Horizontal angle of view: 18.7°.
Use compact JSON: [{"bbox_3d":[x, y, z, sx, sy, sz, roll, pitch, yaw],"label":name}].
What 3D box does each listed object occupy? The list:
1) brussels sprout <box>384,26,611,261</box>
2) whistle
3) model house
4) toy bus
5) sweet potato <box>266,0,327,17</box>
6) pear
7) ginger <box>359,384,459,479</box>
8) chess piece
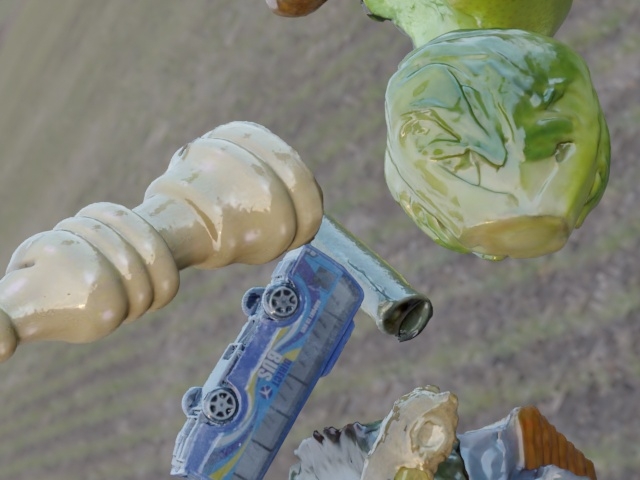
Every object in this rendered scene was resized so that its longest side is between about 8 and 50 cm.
[{"bbox_3d":[0.157,-0.089,1.725,0.161,0.223,0.223,106,-173,-71],"label":"brussels sprout"},{"bbox_3d":[0.001,-0.001,1.973,0.057,0.068,0.326,-36,43,-11],"label":"whistle"},{"bbox_3d":[0.190,0.273,1.692,0.360,0.339,0.297,131,126,-70],"label":"model house"},{"bbox_3d":[-0.048,0.118,1.727,0.236,0.094,0.079,-60,14,-13],"label":"toy bus"},{"bbox_3d":[0.019,-0.333,1.462,0.114,0.092,0.341,11,-78,-64],"label":"sweet potato"},{"bbox_3d":[0.167,-0.322,2.269,0.159,0.292,0.292,-46,5,-21],"label":"pear"},{"bbox_3d":[0.050,0.179,1.319,0.069,0.051,0.173,-4,68,56],"label":"ginger"},{"bbox_3d":[-0.157,0.017,1.536,0.307,0.139,0.124,-30,-27,-32],"label":"chess piece"}]
